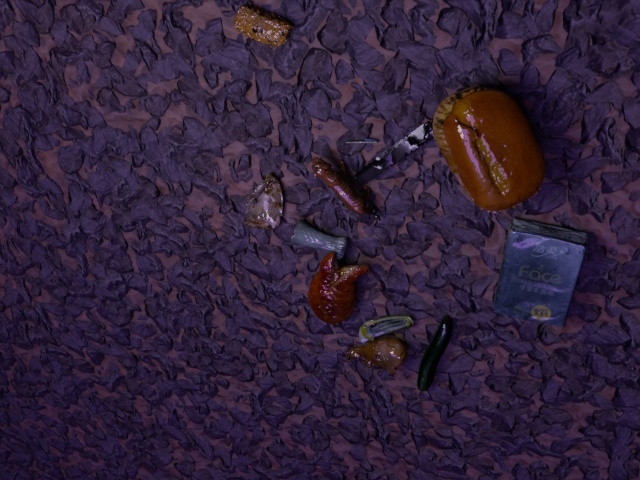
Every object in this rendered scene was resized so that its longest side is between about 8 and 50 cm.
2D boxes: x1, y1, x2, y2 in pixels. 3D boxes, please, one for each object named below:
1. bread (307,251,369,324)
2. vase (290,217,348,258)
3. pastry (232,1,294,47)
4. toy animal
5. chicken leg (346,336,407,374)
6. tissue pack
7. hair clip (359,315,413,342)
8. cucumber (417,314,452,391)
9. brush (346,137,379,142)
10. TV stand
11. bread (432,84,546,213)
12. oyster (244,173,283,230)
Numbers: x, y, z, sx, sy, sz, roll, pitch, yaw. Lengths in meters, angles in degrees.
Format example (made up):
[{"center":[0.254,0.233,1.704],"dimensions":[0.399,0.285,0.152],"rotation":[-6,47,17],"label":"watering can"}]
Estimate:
[{"center":[0.038,0.141,1.991],"dimensions":[0.139,0.095,0.269],"rotation":[16,142,0],"label":"bread"},{"center":[0.000,0.000,1.958],"dimensions":[0.149,0.081,0.081],"rotation":[19,125,5],"label":"vase"},{"center":[-0.138,-0.512,1.715],"dimensions":[0.140,0.056,0.080],"rotation":[31,119,9],"label":"pastry"},{"center":[0.068,-0.128,1.836],"dimensions":[0.241,0.099,0.057],"rotation":[47,125,-9],"label":"toy animal"},{"center":[0.167,0.337,2.096],"dimensions":[0.208,0.085,0.101],"rotation":[-11,130,36],"label":"chicken leg"},{"center":[0.545,0.082,1.787],"dimensions":[0.185,0.081,0.257],"rotation":[12,124,14],"label":"tissue pack"},{"center":[0.186,0.247,2.057],"dimensions":[0.188,0.033,0.060],"rotation":[-20,108,33],"label":"hair clip"},{"center":[0.322,0.331,2.042],"dimensions":[0.056,0.056,0.284],"rotation":[19,124,10],"label":"cucumber"},{"center":[0.105,-0.251,1.799],"dimensions":[0.084,0.016,0.013],"rotation":[1,107,21],"label":"brush"},{"center":[0.185,-0.214,1.774],"dimensions":[0.249,0.042,0.036],"rotation":[-34,106,34],"label":"TV stand"},{"center":[0.379,-0.207,1.614],"dimensions":[0.204,0.156,0.288],"rotation":[-25,105,13],"label":"bread"},{"center":[-0.154,-0.105,1.966],"dimensions":[0.106,0.056,0.177],"rotation":[7,123,4],"label":"oyster"}]
